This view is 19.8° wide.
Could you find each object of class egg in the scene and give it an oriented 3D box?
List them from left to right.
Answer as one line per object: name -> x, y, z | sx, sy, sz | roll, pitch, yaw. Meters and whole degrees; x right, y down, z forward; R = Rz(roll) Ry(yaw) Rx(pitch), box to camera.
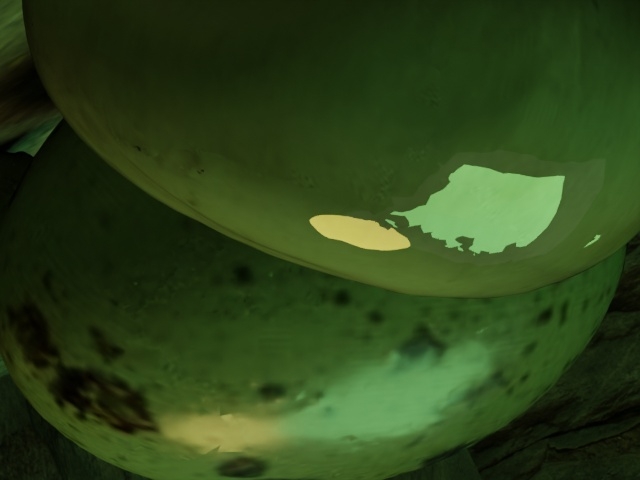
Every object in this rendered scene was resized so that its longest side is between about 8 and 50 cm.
egg -> 0.000, 0.000, 1.039 | 0.379, 0.288, 0.287 | -29, 178, -20

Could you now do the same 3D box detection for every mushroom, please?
mushroom -> 0.019, -0.089, 0.648 | 0.246, 0.202, 0.246 | 9, -167, -2

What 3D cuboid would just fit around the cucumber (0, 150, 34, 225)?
cucumber -> -0.251, 0.012, 1.242 | 0.072, 0.072, 0.300 | -25, 177, -30
